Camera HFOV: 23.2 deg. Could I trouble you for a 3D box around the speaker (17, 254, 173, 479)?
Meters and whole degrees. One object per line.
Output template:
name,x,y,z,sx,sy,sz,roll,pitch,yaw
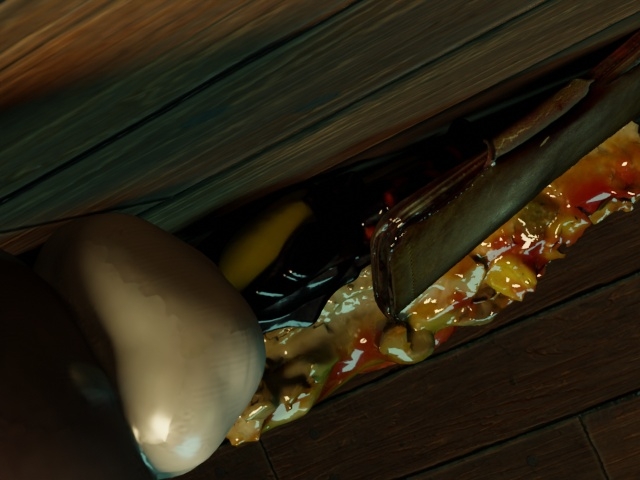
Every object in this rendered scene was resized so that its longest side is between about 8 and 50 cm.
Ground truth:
speaker,-0.144,0.151,0.869,0.198,0.259,0.329,-4,170,-22

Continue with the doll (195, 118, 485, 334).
doll,-0.002,-0.002,1.036,0.248,0.088,0.127,-33,156,-16

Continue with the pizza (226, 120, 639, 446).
pizza,0.036,0.056,1.218,0.406,0.130,0.440,-37,-171,-36

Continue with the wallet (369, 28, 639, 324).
wallet,0.136,-0.052,1.019,0.255,0.031,0.137,-38,161,-14

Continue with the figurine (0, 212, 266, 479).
figurine,-0.210,0.081,0.402,0.365,0.206,0.218,8,173,-44

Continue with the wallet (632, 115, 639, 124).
wallet,0.301,-0.125,1.402,0.149,0.044,0.250,-19,175,-18
